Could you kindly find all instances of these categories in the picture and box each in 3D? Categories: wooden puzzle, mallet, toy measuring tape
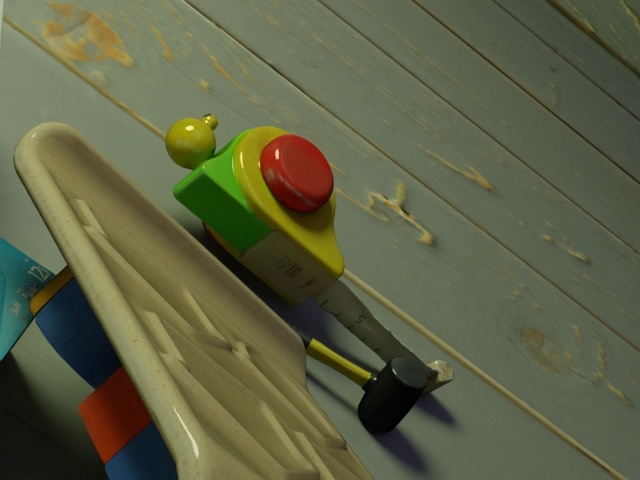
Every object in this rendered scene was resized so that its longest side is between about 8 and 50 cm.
[{"bbox_3d":[-0.050,0.118,0.654,0.322,0.080,0.348,46,6,-42],"label":"wooden puzzle"},{"bbox_3d":[0.001,0.083,0.893,0.190,0.062,0.039,37,30,-7],"label":"mallet"},{"bbox_3d":[0.000,0.000,0.958,0.330,0.121,0.121,41,29,-19],"label":"toy measuring tape"}]

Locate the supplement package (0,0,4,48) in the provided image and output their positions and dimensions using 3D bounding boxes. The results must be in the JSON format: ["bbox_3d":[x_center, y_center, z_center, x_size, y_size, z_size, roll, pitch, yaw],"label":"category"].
[{"bbox_3d":[-0.324,-0.114,0.689,0.204,0.145,0.261,22,36,-30],"label":"supplement package"}]

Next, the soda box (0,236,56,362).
[{"bbox_3d":[-0.223,0.071,0.617,0.067,0.071,0.210,36,23,-10],"label":"soda box"}]
